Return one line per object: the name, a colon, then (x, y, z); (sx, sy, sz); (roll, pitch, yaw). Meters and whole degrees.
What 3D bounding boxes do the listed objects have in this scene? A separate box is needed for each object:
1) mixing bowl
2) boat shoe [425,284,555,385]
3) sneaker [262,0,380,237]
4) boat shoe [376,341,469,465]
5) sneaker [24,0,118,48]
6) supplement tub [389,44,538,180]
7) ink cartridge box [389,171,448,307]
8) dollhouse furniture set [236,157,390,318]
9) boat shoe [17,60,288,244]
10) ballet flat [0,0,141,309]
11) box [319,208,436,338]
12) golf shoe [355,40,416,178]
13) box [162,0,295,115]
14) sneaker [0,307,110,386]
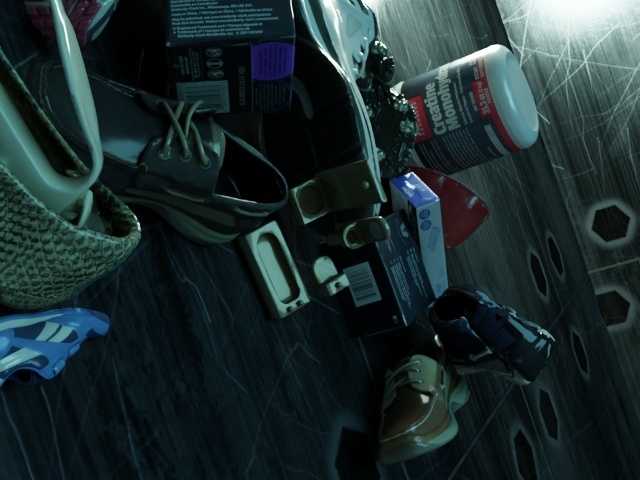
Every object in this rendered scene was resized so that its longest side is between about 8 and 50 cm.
mixing bowl: (0.194, -0.042, 1.580); (0.181, 0.181, 0.098); (42, 71, -45)
boat shoe: (0.232, 0.133, 1.450); (0.158, 0.340, 0.127); (38, 77, -12)
sneaker: (0.034, -0.227, 1.305); (0.257, 0.169, 0.448); (-12, 82, -52)
boat shoe: (0.134, 0.232, 1.319); (0.116, 0.123, 0.324); (65, 16, -1)
sneaker: (-0.227, -0.318, 0.962); (0.112, 0.120, 0.299); (72, 21, -55)
supplement tub: (0.238, -0.220, 1.624); (0.191, 0.272, 0.191); (42, 38, -45)
ink cartridge box: (0.163, 0.001, 1.471); (0.097, 0.046, 0.207); (-126, -160, -51)
dollhouse furniture set: (0.000, 0.000, 1.115); (0.151, 0.123, 0.144); (-29, 101, -31)
boat shoe: (-0.158, -0.102, 0.933); (0.355, 0.130, 0.132); (26, 51, -56)
ballet flat: (-0.285, -0.169, 0.667); (0.483, 0.182, 0.164); (61, 17, -20)
box: (0.091, 0.048, 1.365); (0.158, 0.093, 0.156); (-25, 96, -63)
golf shoe: (0.101, -0.208, 1.524); (0.120, 0.105, 0.273); (84, -1, -60)
box: (-0.115, -0.303, 1.066); (0.165, 0.143, 0.270); (101, -16, -66)
sneaker: (-0.235, 0.090, 0.750); (0.144, 0.053, 0.059); (-6, 79, -55)
